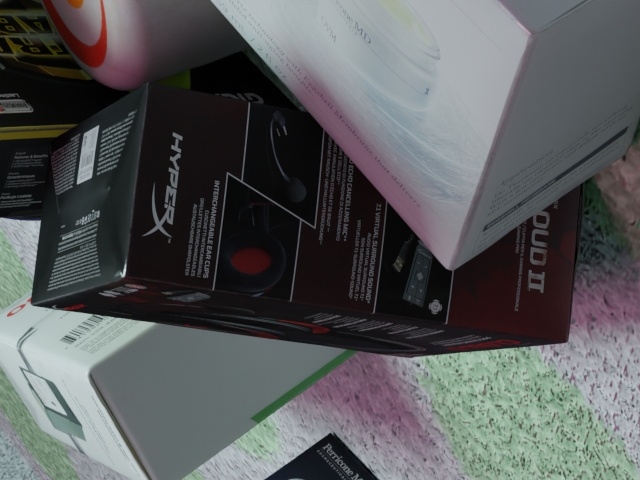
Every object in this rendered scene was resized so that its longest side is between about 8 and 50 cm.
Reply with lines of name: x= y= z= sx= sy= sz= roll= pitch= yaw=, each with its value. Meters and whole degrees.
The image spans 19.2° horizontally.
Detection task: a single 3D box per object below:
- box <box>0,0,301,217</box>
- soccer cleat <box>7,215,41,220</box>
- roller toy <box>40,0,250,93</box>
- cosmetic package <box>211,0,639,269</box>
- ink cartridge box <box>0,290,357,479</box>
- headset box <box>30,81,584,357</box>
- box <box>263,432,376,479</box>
box: x=-0.208 y=-0.124 z=1.290 sx=0.257 sy=0.322 sz=0.079 roll=46 pitch=125 yaw=34
soccer cleat: x=-0.159 y=-0.055 z=1.414 sx=0.121 sy=0.289 sz=0.093 roll=28 pitch=104 yaw=44
roller toy: x=-0.097 y=-0.202 z=1.173 sx=0.191 sy=0.146 sz=0.209 roll=62 pitch=159 yaw=15
cosmetic package: x=0.058 y=-0.145 z=0.927 sx=0.224 sy=0.138 sz=0.225 roll=49 pitch=157 yaw=19
ink cartridge box: x=-0.132 y=0.079 z=1.576 sx=0.122 sy=0.211 sz=0.289 roll=62 pitch=160 yaw=-17
headset box: x=0.000 y=0.000 z=1.116 sx=0.218 sy=0.293 sz=0.110 roll=166 pitch=111 yaw=-67
box: x=0.021 y=0.322 z=1.625 sx=0.261 sy=0.184 sz=0.103 roll=44 pitch=154 yaw=30
